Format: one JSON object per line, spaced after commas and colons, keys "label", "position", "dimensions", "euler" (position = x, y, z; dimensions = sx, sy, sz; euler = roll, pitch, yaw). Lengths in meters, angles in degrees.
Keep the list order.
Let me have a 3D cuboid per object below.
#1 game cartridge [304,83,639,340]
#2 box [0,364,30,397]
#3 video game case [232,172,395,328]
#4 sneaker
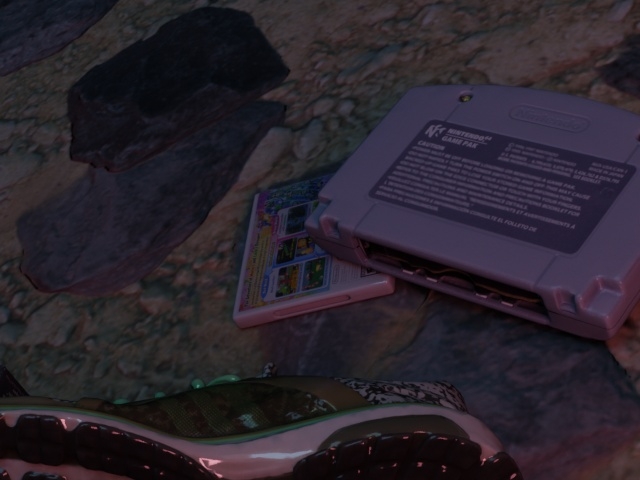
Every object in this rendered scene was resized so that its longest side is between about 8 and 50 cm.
{"label": "game cartridge", "position": [0.152, -0.038, 1.152], "dimensions": [0.294, 0.060, 0.196], "euler": [18, 61, 39]}
{"label": "box", "position": [-0.292, 0.247, 1.063], "dimensions": [0.165, 0.143, 0.270], "euler": [-15, 40, 20]}
{"label": "video game case", "position": [0.000, 0.000, 1.253], "dimensions": [0.143, 0.019, 0.157], "euler": [-14, 41, 20]}
{"label": "sneaker", "position": [-0.071, 0.152, 0.998], "dimensions": [0.410, 0.158, 0.182], "euler": [3, 20, 1]}
